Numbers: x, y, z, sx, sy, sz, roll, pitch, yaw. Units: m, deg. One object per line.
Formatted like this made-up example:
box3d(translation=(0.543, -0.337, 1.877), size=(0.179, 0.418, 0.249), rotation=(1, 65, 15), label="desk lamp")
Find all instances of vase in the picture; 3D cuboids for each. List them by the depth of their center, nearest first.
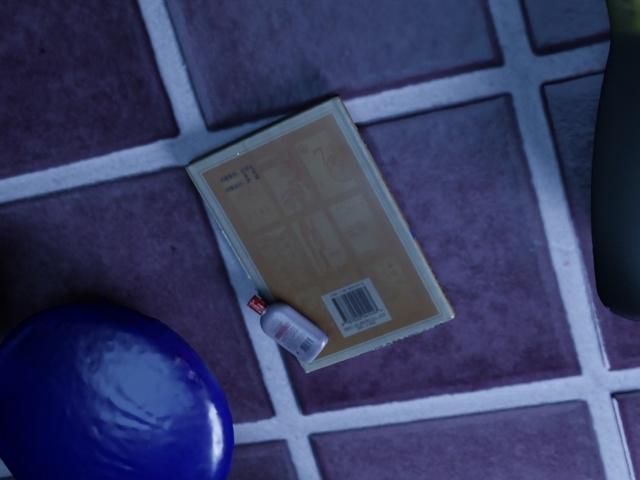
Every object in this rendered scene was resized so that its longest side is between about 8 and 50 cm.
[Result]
box3d(translation=(0.282, -0.109, 0.986), size=(0.173, 0.173, 0.321), rotation=(-8, 104, 18), label="vase")

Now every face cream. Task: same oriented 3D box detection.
box3d(translation=(-0.034, 0.082, 1.201), size=(0.083, 0.021, 0.040), rotation=(37, 119, -4), label="face cream")

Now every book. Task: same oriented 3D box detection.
box3d(translation=(0.000, 0.000, 1.177), size=(0.170, 0.018, 0.241), rotation=(-22, 106, 22), label="book")

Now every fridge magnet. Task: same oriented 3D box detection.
box3d(translation=(-0.212, 0.180, 1.258), size=(0.266, 0.112, 0.265), rotation=(5, 113, 12), label="fridge magnet")
